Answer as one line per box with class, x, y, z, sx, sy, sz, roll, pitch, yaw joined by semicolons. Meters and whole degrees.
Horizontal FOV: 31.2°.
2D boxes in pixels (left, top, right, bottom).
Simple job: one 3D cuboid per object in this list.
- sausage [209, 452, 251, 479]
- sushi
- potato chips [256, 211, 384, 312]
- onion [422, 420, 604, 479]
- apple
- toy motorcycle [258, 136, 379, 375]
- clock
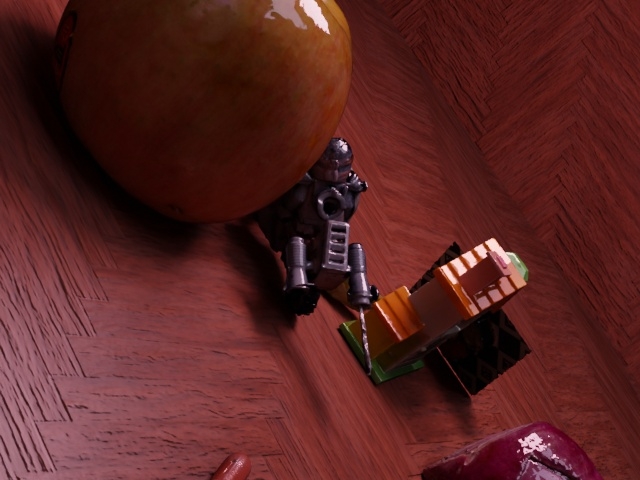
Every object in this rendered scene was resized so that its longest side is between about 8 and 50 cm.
sausage;-0.111;0.262;1.107;0.034;0.034;0.253;51;18;-3
sushi;0.226;0.148;1.938;0.047;0.231;0.219;-26;75;-29
potato chips;-0.051;-0.036;1.764;0.407;0.057;0.080;50;20;-5
onion;0.305;0.345;1.600;0.250;0.111;0.247;-16;49;-33
apple;-0.138;-0.233;1.475;0.391;0.346;0.391;43;19;-19
toy motorcycle;0.000;0.000;1.584;0.134;0.207;0.401;10;58;-21
clock;0.189;0.098;1.771;0.106;0.255;0.220;56;18;13
